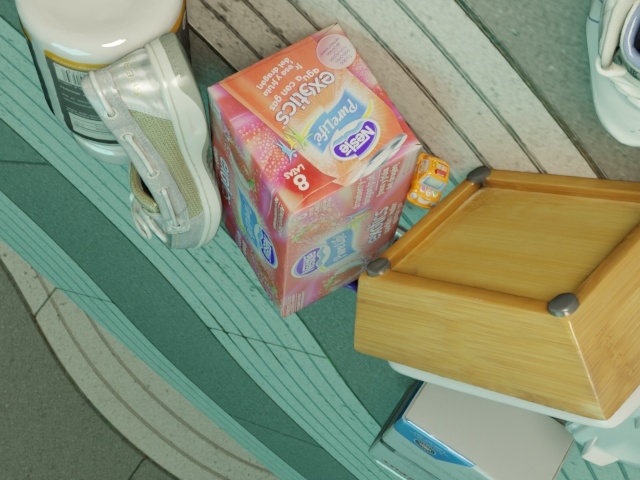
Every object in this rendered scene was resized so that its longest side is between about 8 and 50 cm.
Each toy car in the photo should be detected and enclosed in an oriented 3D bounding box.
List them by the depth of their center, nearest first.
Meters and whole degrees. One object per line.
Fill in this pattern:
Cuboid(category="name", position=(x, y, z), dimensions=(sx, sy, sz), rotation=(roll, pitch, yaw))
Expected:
Cuboid(category="toy car", position=(0.081, -0.086, 1.126), dimensions=(0.122, 0.060, 0.040), rotation=(39, 151, -15))

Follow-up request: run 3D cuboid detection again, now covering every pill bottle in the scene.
Cuboid(category="pill bottle", position=(-0.216, -0.194, 1.196), dimensions=(0.162, 0.162, 0.278), rotation=(32, 161, 8))

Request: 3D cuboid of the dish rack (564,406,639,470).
Cuboid(category="dish rack", position=(0.410, 0.224, 1.231), dimensions=(0.285, 0.072, 0.333), rotation=(25, 162, 4))

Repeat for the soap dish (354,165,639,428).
Cuboid(category="soap dish", position=(0.189, 0.036, 1.016), dimensions=(0.291, 0.229, 0.118), rotation=(10, 133, 49))

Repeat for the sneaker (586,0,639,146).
Cuboid(category="sneaker", position=(0.207, -0.135, 0.708), dimensions=(0.111, 0.129, 0.297), rotation=(27, 160, 15))

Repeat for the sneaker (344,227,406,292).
Cuboid(category="sneaker", position=(0.000, 0.000, 1.388), dimensions=(0.236, 0.104, 0.095), rotation=(30, 161, 17))

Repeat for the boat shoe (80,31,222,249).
Cuboid(category="boat shoe", position=(-0.165, -0.082, 1.144), dimensions=(0.320, 0.103, 0.118), rotation=(96, 153, -65))

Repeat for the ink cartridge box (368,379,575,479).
Cuboid(category="ink cartridge box", position=(0.215, 0.304, 1.711), dimensions=(0.223, 0.129, 0.307), rotation=(33, 160, 4))

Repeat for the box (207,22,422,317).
Cuboid(category="box", position=(-0.012, -0.056, 1.148), dimensions=(0.154, 0.142, 0.300), rotation=(57, 166, 16))
